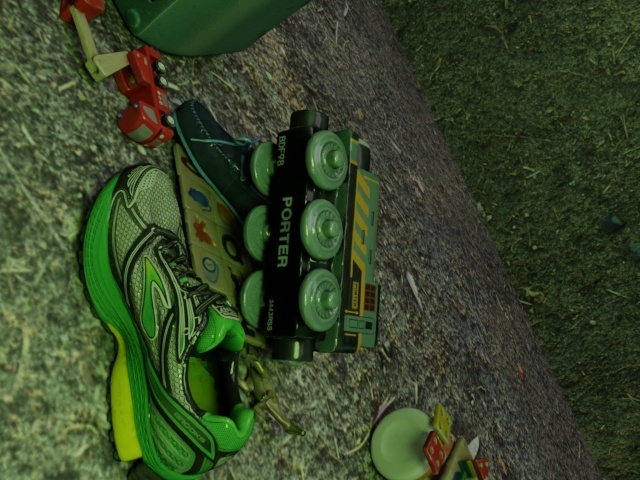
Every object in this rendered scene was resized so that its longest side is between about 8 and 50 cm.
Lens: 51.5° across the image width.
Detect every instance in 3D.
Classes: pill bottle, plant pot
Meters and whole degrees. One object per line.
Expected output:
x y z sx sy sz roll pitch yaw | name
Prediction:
0.186 0.374 1.123 0.216 0.121 0.121 43 33 -41 | pill bottle
-0.183 -0.415 0.970 0.252 0.247 0.248 -36 101 -47 | plant pot

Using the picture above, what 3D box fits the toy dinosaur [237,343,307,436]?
-0.082 0.181 0.865 0.183 0.053 0.092 62 9 28 | toy dinosaur

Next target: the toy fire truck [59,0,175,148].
-0.259 -0.223 0.854 0.135 0.047 0.192 20 51 -57 | toy fire truck

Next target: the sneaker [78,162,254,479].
-0.146 0.071 0.701 0.134 0.146 0.344 13 56 -60 | sneaker

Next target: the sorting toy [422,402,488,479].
0.237 0.389 1.030 0.132 0.046 0.275 -35 105 -59 | sorting toy

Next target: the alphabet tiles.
-0.099 0.009 0.966 0.285 0.011 0.343 32 34 -50 | alphabet tiles

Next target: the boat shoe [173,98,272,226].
-0.104 -0.101 0.957 0.258 0.089 0.109 52 22 -20 | boat shoe

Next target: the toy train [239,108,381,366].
0.000 0.000 0.884 0.190 0.142 0.334 17 73 -51 | toy train
